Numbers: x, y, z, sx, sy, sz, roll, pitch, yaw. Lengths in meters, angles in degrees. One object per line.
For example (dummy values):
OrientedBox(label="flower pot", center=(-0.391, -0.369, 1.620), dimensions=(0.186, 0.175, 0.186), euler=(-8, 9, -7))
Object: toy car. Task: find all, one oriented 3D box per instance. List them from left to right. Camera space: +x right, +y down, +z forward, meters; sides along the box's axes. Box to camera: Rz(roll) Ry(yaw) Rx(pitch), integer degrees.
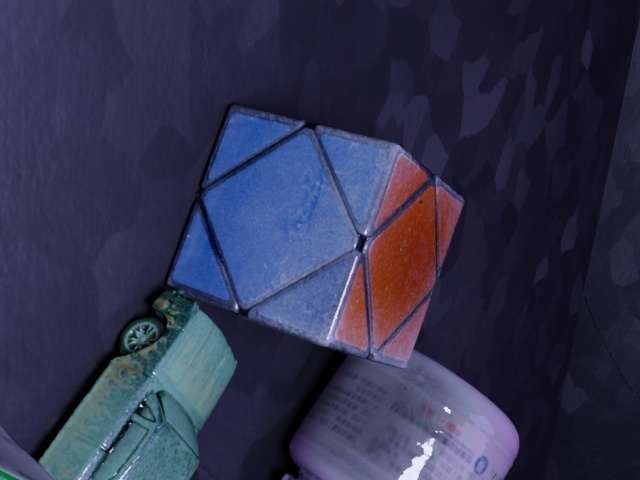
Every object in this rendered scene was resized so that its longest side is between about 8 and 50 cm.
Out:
OrientedBox(label="toy car", center=(-0.184, 0.209, 0.916), dimensions=(0.321, 0.097, 0.141), euler=(-57, 147, -25))

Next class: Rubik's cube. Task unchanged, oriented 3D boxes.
OrientedBox(label="Rubik's cube", center=(0.000, 0.000, 1.012), dimensions=(0.207, 0.205, 0.205), euler=(25, 84, -61))

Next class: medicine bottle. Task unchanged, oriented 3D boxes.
OrientedBox(label="medicine bottle", center=(0.073, 0.315, 1.236), dimensions=(0.325, 0.256, 0.256), euler=(-55, 146, -14))

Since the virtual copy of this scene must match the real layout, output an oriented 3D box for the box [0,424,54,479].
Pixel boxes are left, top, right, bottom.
OrientedBox(label="box", center=(-0.275, 0.110, 0.574), dimensions=(0.103, 0.250, 0.180), euler=(-48, 147, -11))
